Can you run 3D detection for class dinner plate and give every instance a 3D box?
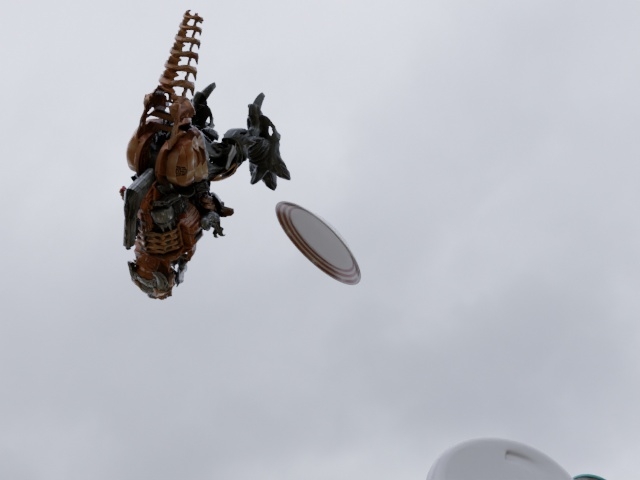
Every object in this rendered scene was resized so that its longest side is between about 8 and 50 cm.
[{"bbox_3d":[0.000,0.000,1.341,0.017,0.141,0.141,-46,-48,-21],"label":"dinner plate"}]

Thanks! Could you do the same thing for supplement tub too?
[{"bbox_3d":[0.153,0.299,1.013,0.144,0.144,0.200,4,-55,-9],"label":"supplement tub"}]

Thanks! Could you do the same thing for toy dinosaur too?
[{"bbox_3d":[-0.151,-0.092,1.263,0.164,0.218,0.322,38,-58,14],"label":"toy dinosaur"}]

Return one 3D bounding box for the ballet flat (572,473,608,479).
[{"bbox_3d":[0.634,0.580,2.099,0.400,0.139,0.139,26,-56,-17],"label":"ballet flat"}]
